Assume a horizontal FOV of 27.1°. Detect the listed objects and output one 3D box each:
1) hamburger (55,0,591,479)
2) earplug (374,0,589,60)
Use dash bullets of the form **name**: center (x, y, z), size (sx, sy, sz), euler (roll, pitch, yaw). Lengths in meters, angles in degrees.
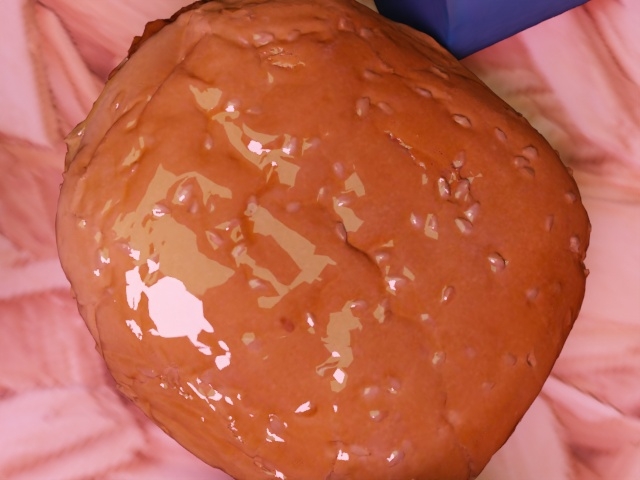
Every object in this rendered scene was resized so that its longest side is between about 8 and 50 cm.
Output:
- **hamburger**: center (0.000, 0.001, 0.704), size (0.283, 0.144, 0.259), euler (32, 79, -5)
- **earplug**: center (0.166, -0.208, 0.792), size (0.273, 0.132, 0.132), euler (-21, 80, -12)
